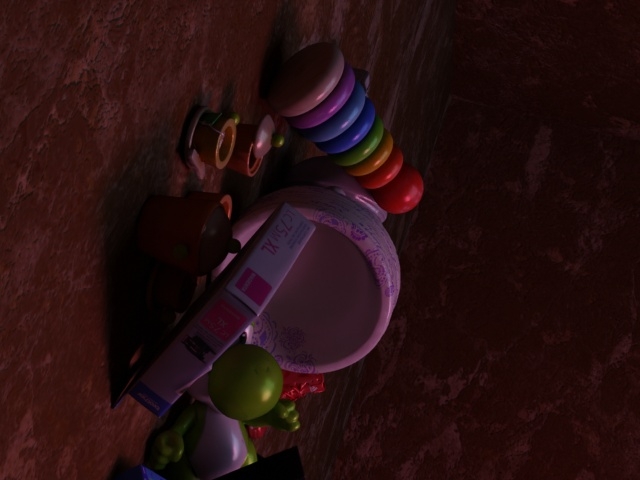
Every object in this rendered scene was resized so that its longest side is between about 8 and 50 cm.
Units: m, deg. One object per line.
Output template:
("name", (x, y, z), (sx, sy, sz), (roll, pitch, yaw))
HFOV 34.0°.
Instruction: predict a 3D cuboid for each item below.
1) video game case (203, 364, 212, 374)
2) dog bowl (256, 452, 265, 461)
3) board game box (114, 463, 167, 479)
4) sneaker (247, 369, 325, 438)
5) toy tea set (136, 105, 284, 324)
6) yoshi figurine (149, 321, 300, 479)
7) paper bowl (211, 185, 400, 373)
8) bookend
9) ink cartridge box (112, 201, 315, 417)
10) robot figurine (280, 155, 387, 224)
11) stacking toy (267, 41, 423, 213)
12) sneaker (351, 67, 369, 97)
("video game case", (-0.183, 0.169, 1.444), (0.087, 0.011, 0.122), (-35, -162, 10))
("dog bowl", (-0.050, 0.521, 1.861), (0.150, 0.408, 0.408), (-56, 163, -15))
("board game box", (-0.198, 0.419, 1.453), (0.210, 0.047, 0.160), (52, 12, -53))
("sneaker", (-0.063, 0.308, 2.123), (0.087, 0.128, 0.221), (82, 24, -60))
("toy tea set", (-0.125, -0.053, 1.379), (0.200, 0.124, 0.336), (86, 22, -57))
("yoshi figurine", (-0.141, 0.284, 1.578), (0.203, 0.203, 0.362), (-38, 138, -61))
("paper bowl", (-0.016, 0.052, 1.633), (0.148, 0.284, 0.284), (-59, 160, -63))
("bookend", (-0.075, 0.408, 1.553), (0.072, 0.157, 0.156), (-111, 178, -61))
("ink cartridge box", (-0.136, 0.101, 1.313), (0.311, 0.065, 0.186), (-43, -171, 40))
("robot figurine", (0.000, 0.000, 1.854), (0.300, 0.200, 0.353), (119, -10, -74))
("stacking toy", (0.064, -0.166, 1.711), (0.330, 0.141, 0.141), (44, 53, -34))
("sneaker", (0.029, -0.225, 1.899), (0.321, 0.126, 0.127), (-53, 149, -66))
